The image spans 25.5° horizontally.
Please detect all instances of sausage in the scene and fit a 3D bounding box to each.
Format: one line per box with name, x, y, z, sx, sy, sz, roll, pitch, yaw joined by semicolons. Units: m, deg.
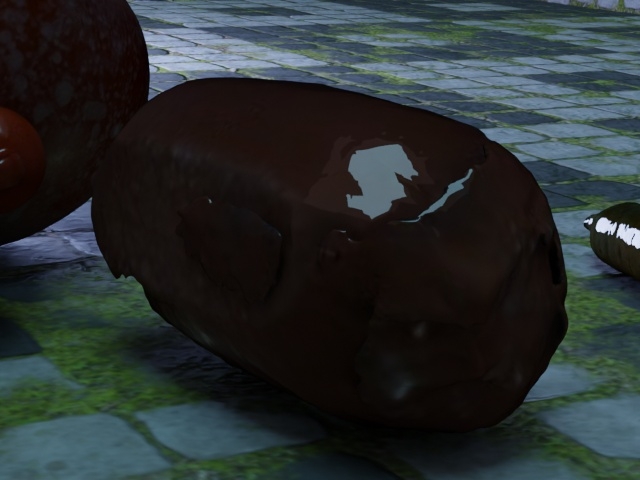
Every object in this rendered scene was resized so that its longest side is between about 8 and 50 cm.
sausage;0.000;0.000;0.680;0.152;0.152;0.279;-9;18;-37

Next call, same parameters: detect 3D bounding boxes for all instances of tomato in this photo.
tomato;-0.252;-0.112;0.901;0.270;0.227;0.270;34;-11;7

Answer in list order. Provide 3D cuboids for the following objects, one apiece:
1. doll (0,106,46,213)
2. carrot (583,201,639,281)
doll;-0.273;-0.006;0.704;0.290;0.130;0.161;-20;15;-20
carrot;0.235;0.020;0.798;0.070;0.070;0.342;-2;13;-14
